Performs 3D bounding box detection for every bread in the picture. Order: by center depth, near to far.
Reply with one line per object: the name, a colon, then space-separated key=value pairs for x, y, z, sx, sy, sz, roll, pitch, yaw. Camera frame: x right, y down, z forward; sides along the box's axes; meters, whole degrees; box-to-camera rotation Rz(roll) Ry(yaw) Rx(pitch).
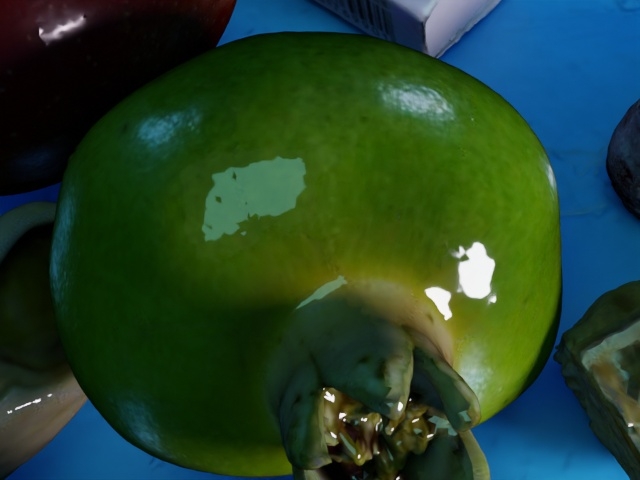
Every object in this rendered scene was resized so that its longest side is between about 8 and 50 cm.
bread: x=0.278 y=0.051 z=0.606 sx=0.267 sy=0.130 sz=0.152 roll=-28 pitch=46 yaw=-6

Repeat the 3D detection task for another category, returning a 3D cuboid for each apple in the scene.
apple: x=-0.216 y=-0.185 z=0.731 sx=0.317 sy=0.288 sz=0.288 roll=-37 pitch=63 yaw=-21

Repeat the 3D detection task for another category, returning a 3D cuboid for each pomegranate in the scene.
pomegranate: x=0.000 y=0.000 z=0.573 sx=0.309 sy=0.216 sz=0.358 roll=-6 pitch=23 yaw=-9

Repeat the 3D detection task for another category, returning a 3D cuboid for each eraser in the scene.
eraser: x=0.016 y=-0.266 z=0.835 sx=0.287 sy=0.086 sz=0.130 roll=36 pitch=74 yaw=23

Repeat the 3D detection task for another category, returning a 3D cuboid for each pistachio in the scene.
pistachio: x=-0.225 y=0.078 z=0.676 sx=0.238 sy=0.138 sz=0.153 roll=-49 pitch=30 yaw=-15

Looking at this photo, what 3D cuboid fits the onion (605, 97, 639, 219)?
onion: x=0.295 y=-0.090 z=0.695 sx=0.206 sy=0.098 sz=0.151 roll=-22 pitch=64 yaw=-2
